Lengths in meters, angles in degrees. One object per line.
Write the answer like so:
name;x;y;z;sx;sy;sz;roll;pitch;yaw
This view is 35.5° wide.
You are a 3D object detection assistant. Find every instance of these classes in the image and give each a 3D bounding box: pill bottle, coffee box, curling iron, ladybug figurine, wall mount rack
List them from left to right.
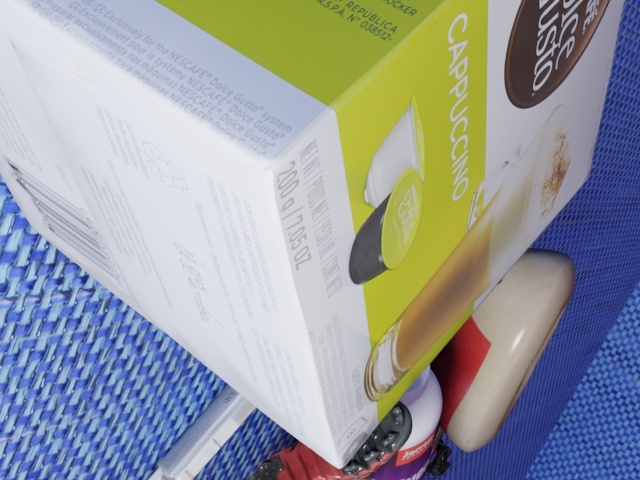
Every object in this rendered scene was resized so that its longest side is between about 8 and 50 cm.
wall mount rack;-0.097;0.250;1.237;0.350;0.130;0.304;-47;-169;-15
coffee box;-0.022;-0.125;0.684;0.334;0.338;0.337;-45;152;-22
pill bottle;0.081;0.282;1.494;0.181;0.181;0.322;-37;148;-34
curling iron;0.256;0.339;1.978;0.068;0.035;0.274;16;90;-45
ladybug figurine;0.297;0.185;1.745;0.305;0.162;0.449;-44;157;-47

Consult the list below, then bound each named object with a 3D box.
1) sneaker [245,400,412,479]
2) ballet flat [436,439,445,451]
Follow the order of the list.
sneaker;0.029;0.289;1.325;0.276;0.097;0.135;-41;148;28
ballet flat;0.195;0.409;1.981;0.173;0.049;0.057;-9;127;-56
